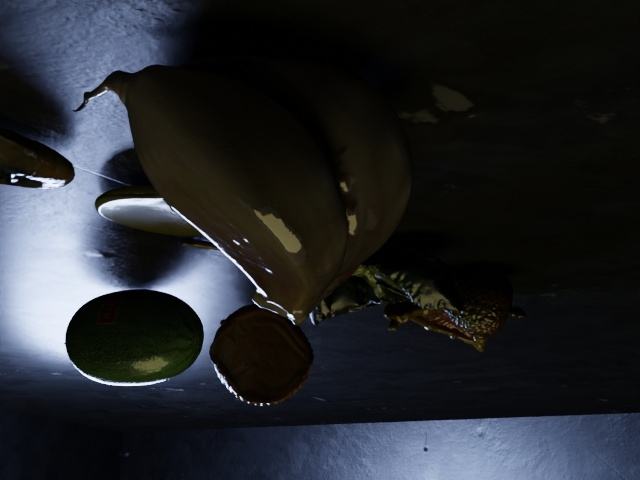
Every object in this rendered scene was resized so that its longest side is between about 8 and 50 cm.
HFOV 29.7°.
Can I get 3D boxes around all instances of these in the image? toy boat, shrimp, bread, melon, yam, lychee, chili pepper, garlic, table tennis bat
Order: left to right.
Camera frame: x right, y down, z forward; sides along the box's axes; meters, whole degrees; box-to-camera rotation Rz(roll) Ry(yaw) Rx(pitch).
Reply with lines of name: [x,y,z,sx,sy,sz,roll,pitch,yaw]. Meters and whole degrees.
shrimp: [-0.434,-0.103,1.486,0.198,0.051,0.262,-4,166,22]
melon: [-0.354,0.180,2.231,0.288,0.182,0.182,-6,162,18]
table tennis bat: [-0.191,-0.054,1.635,0.224,0.054,0.369,6,168,-10]
yam: [-0.169,0.009,1.908,0.107,0.014,0.014,7,163,-16]
bread: [-0.112,0.223,2.325,0.199,0.199,0.104,3,164,-2]
garlic: [-0.055,-0.101,1.245,0.340,0.231,0.246,45,160,-9]
chili pepper: [0.104,0.059,1.897,0.265,0.116,0.148,1,127,28]
toy boat: [0.209,0.133,2.154,0.141,0.099,0.318,-5,166,36]
lychee: [0.271,0.103,2.010,0.147,0.114,0.114,19,168,15]

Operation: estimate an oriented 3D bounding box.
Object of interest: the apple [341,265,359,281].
apple: [-0.008,-0.002,1.657,0.154,0.119,0.153,2,165,1]
